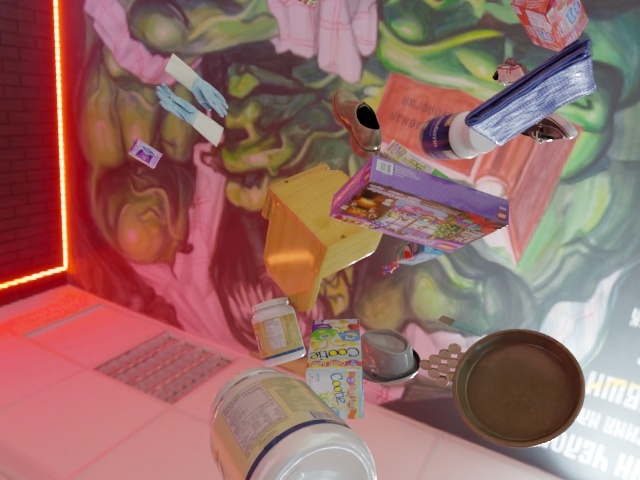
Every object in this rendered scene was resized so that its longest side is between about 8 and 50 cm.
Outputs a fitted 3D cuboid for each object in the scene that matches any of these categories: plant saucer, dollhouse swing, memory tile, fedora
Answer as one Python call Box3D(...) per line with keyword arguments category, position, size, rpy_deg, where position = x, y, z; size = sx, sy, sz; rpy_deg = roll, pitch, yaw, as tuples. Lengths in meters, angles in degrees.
Box3D(category="plant saucer", position=(0.432, 0.323, 1.122), size=(0.277, 0.041, 0.278), rpy_deg=(-20, -139, 18))
Box3D(category="plant saucer", position=(0.299, 0.182, 1.096), size=(0.067, 0.018, 0.192), rpy_deg=(19, 176, 8))
Box3D(category="dollhouse swing", position=(0.000, 0.000, 1.641), size=(0.315, 0.305, 0.347), rpy_deg=(-25, -133, -23))
Box3D(category="memory tile", position=(0.366, 0.357, 1.451), size=(0.113, 0.148, 0.012), rpy_deg=(44, -145, -8))
Box3D(category="fedora", position=(0.232, 0.407, 1.870), size=(0.243, 0.124, 0.275), rpy_deg=(-27, -150, -38))

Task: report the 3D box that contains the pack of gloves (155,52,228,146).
Box3D(category="pack of gloves", position=(-0.385, -0.409, 1.514), size=(0.046, 0.195, 0.232), rpy_deg=(-22, 135, 39))

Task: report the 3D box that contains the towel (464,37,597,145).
Box3D(category="towel", position=(0.438, -0.278, 1.033), size=(0.243, 0.040, 0.336), rpy_deg=(-32, 167, 27))

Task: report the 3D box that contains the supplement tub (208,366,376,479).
Box3D(category="supplement tub", position=(-0.071, 0.390, 0.946), size=(0.235, 0.236, 0.324), rpy_deg=(-2, -170, -26))

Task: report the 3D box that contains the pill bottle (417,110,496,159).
Box3D(category="pill bottle", position=(0.460, -0.349, 1.701), size=(0.153, 0.153, 0.264), rpy_deg=(-1, -173, -25))

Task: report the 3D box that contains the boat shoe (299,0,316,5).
Box3D(category="boat shoe", position=(-0.013, -0.811, 1.553), size=(0.072, 0.190, 0.068), rpy_deg=(18, -174, -23))

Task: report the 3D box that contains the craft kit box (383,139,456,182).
Box3D(category="craft kit box", position=(0.330, -0.195, 1.654), size=(0.250, 0.061, 0.246), rpy_deg=(40, -179, 20))

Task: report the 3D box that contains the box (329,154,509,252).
Box3D(category="box", position=(0.189, -0.061, 1.008), size=(0.293, 0.057, 0.201), rpy_deg=(15, 160, -15))

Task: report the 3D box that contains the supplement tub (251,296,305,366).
Box3D(category="supplement tub", position=(-0.140, 0.295, 1.651), size=(0.144, 0.200, 0.144), rpy_deg=(-16, 171, -3))

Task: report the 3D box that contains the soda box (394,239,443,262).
Box3D(category="soda box", position=(0.316, 0.030, 1.651), size=(0.071, 0.067, 0.210), rpy_deg=(7, 166, -16))

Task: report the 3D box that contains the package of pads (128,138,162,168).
Box3D(category="package of pads", position=(-0.496, -0.245, 1.441), size=(0.083, 0.050, 0.032), rpy_deg=(33, 168, -36))

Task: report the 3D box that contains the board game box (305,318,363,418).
Box3D(category="board game box", position=(0.041, 0.340, 1.379), size=(0.141, 0.145, 0.275), rpy_deg=(-2, -162, 3))

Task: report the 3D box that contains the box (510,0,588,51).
Box3D(category="box", position=(0.700, -0.691, 1.543), size=(0.256, 0.123, 0.128), rpy_deg=(16, -160, -50))

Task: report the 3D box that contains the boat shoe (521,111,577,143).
Box3D(category="boat shoe", position=(0.578, -0.282, 1.308), size=(0.078, 0.070, 0.219), rpy_deg=(43, -169, -15))

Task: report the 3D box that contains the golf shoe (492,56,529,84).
Box3D(category="golf shoe", position=(0.601, -0.511, 1.586), size=(0.067, 0.086, 0.186), rpy_deg=(40, -161, -21))

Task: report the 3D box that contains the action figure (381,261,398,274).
Box3D(category="action figure", position=(0.266, 0.103, 1.923), size=(0.030, 0.038, 0.115), rpy_deg=(21, 162, -10))

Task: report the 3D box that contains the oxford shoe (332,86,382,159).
Box3D(category="oxford shoe", position=(0.136, -0.437, 1.747), size=(0.122, 0.130, 0.348), rpy_deg=(-10, -127, -20))
